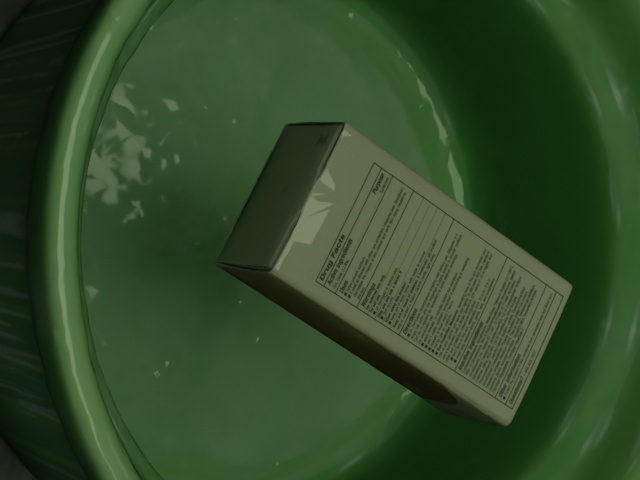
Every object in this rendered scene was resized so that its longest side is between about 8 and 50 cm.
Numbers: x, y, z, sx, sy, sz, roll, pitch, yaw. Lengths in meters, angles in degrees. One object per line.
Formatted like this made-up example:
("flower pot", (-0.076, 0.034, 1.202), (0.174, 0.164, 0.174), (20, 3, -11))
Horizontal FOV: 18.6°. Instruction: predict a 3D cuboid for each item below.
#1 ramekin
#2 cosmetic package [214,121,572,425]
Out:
("ramekin", (0.000, 0.000, 0.774), (0.303, 0.148, 0.303), (-2, 93, -32))
("cosmetic package", (0.027, 0.012, 0.677), (0.115, 0.041, 0.060), (36, 74, -28))
